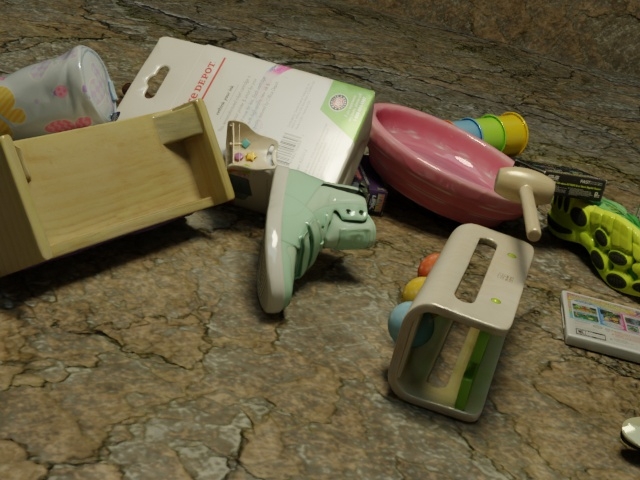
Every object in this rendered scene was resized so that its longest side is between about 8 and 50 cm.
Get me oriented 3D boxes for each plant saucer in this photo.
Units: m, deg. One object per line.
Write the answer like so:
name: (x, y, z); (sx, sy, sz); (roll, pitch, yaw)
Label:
plant saucer: (0.211, -0.121, 1.621); (0.332, 0.084, 0.332); (23, 22, -10)

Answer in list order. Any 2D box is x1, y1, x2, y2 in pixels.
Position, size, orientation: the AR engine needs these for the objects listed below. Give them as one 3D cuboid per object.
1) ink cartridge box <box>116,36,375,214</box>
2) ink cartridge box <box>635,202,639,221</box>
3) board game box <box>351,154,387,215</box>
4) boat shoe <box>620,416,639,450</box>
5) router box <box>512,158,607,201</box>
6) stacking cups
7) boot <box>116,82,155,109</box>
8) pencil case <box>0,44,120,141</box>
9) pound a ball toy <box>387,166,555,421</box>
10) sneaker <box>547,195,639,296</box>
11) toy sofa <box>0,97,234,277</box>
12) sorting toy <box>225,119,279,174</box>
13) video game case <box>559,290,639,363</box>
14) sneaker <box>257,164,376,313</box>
ink cartridge box: (-0.116, -0.167, 1.462); (0.353, 0.119, 0.207); (18, 58, 9)
ink cartridge box: (0.628, -0.021, 1.697); (0.109, 0.062, 0.209); (8, 24, -9)
board game box: (0.026, -0.104, 1.587); (0.141, 0.048, 0.170); (7, 25, -12)
boat shoe: (0.392, 0.229, 1.051); (0.133, 0.042, 0.049); (12, 49, -1)
router box: (0.385, -0.097, 1.548); (0.122, 0.038, 0.092); (6, 14, -22)
stacking cups: (0.274, -0.195, 1.877); (0.316, 0.096, 0.096); (-11, 33, -38)
boot: (-0.362, -0.255, 1.745); (0.106, 0.037, 0.114); (25, 31, 30)
pencil case: (-0.417, -0.177, 1.308); (0.273, 0.114, 0.124); (-17, 12, 6)
pound a ball toy: (0.178, 0.039, 1.151); (0.135, 0.208, 0.319); (18, 25, 11)
sneaker: (0.479, -0.009, 1.535); (0.123, 0.109, 0.295); (0, 26, -18)
toy sofa: (-0.294, -0.066, 1.211); (0.177, 0.150, 0.362); (-16, 5, 35)
sorting toy: (-0.095, -0.122, 1.343); (0.075, 0.045, 0.083); (3, 56, -10)
video game case: (0.412, 0.124, 1.320); (0.157, 0.019, 0.143); (14, 23, 5)
sneaker: (0.000, -0.001, 1.236); (0.151, 0.094, 0.256); (11, 42, -4)
